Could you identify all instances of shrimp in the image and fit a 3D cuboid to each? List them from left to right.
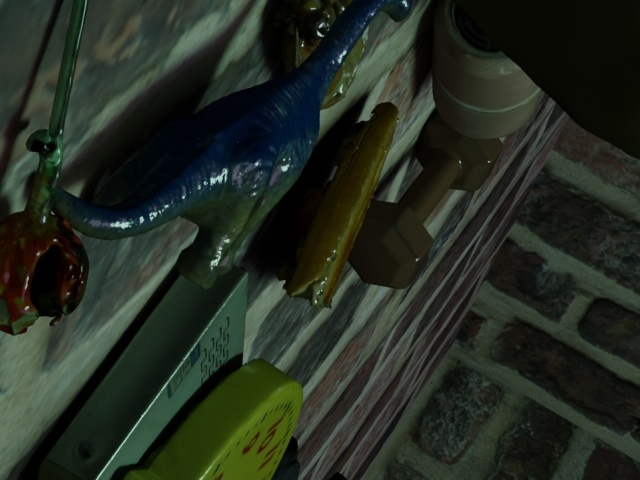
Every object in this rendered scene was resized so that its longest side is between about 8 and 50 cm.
[{"bbox_3d":[0.007,-0.132,0.895,0.099,0.041,0.180,-62,169,-1],"label":"shrimp"}]

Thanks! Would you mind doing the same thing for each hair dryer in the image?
[{"bbox_3d":[0.198,-0.274,1.342,0.189,0.107,0.344,74,38,-74],"label":"hair dryer"}]

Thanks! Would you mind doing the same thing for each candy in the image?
[{"bbox_3d":[-0.111,-0.042,0.609,0.055,0.049,0.184,-56,164,-62],"label":"candy"}]

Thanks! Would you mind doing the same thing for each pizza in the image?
[{"bbox_3d":[0.000,0.000,1.197,0.193,0.053,0.201,107,6,-49],"label":"pizza"}]

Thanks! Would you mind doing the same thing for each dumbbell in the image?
[{"bbox_3d":[0.106,-0.047,1.511,0.231,0.092,0.082,-50,139,-40],"label":"dumbbell"}]

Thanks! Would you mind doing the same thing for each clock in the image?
[{"bbox_3d":[-0.094,0.219,1.065,0.293,0.071,0.277,-41,159,-59],"label":"clock"}]

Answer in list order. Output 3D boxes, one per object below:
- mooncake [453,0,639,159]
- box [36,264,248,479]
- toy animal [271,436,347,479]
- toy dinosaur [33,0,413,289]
[{"bbox_3d":[0.289,-0.283,1.040,0.467,0.262,0.467,-49,175,-5],"label":"mooncake"},{"bbox_3d":[-0.118,0.133,1.035,0.211,0.045,0.270,-55,169,-23],"label":"box"},{"bbox_3d":[-0.056,0.284,1.665,0.210,0.121,0.117,3,98,-72],"label":"toy animal"},{"bbox_3d":[-0.035,-0.070,0.746,0.188,0.075,0.248,-57,162,14],"label":"toy dinosaur"}]
